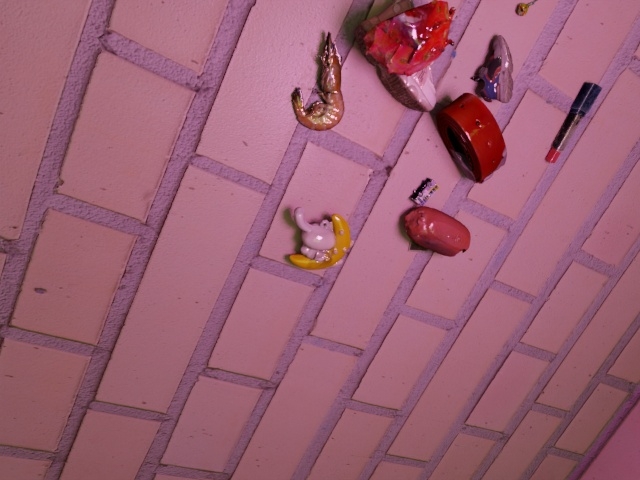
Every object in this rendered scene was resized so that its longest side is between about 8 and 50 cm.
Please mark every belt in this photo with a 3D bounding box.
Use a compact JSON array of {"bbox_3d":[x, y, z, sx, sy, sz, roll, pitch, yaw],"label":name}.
[{"bbox_3d":[0.517,-0.341,1.475,0.115,0.227,0.324,-35,128,4],"label":"belt"}]

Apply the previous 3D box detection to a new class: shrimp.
[{"bbox_3d":[-0.010,-0.496,1.367,0.168,0.058,0.296,-9,116,-9],"label":"shrimp"}]

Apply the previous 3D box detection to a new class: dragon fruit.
[{"bbox_3d":[0.265,-0.549,1.194,0.273,0.126,0.161,-18,107,8],"label":"dragon fruit"}]

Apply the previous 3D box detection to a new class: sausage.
[{"bbox_3d":[0.439,-0.031,1.614,0.279,0.152,0.152,23,103,-23],"label":"sausage"}]

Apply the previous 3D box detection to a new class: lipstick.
[{"bbox_3d":[0.958,-0.442,1.650,0.051,0.051,0.312,16,108,-21],"label":"lipstick"}]

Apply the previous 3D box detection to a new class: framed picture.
[{"bbox_3d":[0.391,0.014,1.699,0.089,0.007,0.066,4,110,-16],"label":"framed picture"}]

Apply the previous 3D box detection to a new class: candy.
[{"bbox_3d":[0.713,-0.798,1.455,0.123,0.035,0.035,-34,148,-10],"label":"candy"}]

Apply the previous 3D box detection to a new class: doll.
[{"bbox_3d":[0.000,0.000,1.535,0.252,0.111,0.237,8,124,-19],"label":"doll"}]

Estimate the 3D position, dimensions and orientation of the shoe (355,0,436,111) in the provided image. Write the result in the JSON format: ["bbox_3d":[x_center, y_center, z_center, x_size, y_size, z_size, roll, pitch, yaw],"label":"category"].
[{"bbox_3d":[0.282,-0.575,1.346,0.198,0.172,0.351,-42,115,4],"label":"shoe"}]

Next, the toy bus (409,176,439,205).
[{"bbox_3d":[0.385,-0.177,1.598,0.058,0.052,0.102,39,95,-24],"label":"toy bus"}]

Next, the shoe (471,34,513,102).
[{"bbox_3d":[0.591,-0.578,1.484,0.099,0.125,0.228,1,87,-52],"label":"shoe"}]
